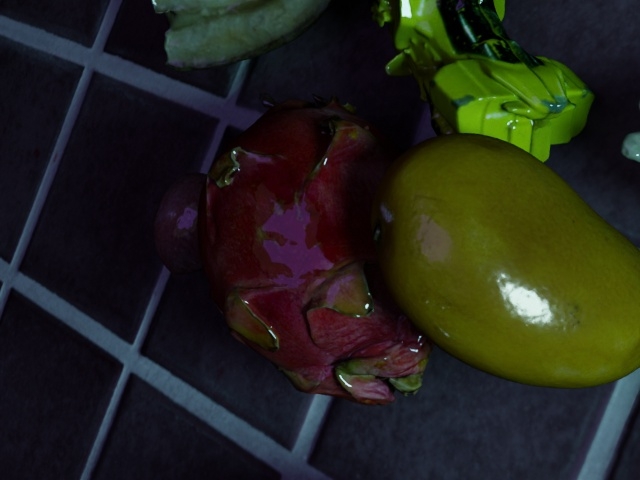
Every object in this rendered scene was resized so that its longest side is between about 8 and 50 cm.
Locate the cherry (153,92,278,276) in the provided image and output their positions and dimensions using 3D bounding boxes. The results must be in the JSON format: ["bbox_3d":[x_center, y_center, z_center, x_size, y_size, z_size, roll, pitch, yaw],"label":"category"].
[{"bbox_3d":[-0.110,-0.061,1.366,0.107,0.090,0.225,27,86,49],"label":"cherry"}]

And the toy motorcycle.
[{"bbox_3d":[0.129,-0.212,1.148,0.206,0.142,0.342,100,152,-52],"label":"toy motorcycle"}]

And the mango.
[{"bbox_3d":[0.151,0.024,0.986,0.254,0.139,0.175,39,66,8],"label":"mango"}]

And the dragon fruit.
[{"bbox_3d":[-0.001,-0.004,1.147,0.250,0.250,0.314,-17,63,39],"label":"dragon fruit"}]

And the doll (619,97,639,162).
[{"bbox_3d":[0.354,-0.057,0.911,0.275,0.113,0.154,15,79,52],"label":"doll"}]

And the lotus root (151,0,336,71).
[{"bbox_3d":[-0.058,-0.321,1.372,0.314,0.142,0.210,-20,98,34],"label":"lotus root"}]
